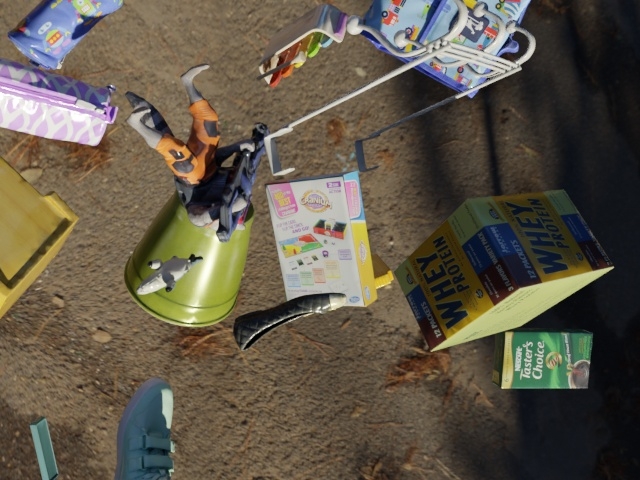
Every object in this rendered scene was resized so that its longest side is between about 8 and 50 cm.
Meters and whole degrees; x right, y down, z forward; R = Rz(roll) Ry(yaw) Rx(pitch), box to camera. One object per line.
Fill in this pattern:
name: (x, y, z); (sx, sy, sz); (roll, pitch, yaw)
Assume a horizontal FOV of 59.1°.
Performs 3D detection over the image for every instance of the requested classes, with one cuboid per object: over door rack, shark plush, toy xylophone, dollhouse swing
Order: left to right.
dollhouse swing: (-0.929, -0.006, 1.587); (0.305, 0.315, 0.347); (37, 40, -16)
shark plush: (-0.313, 0.060, 1.181); (0.073, 0.067, 0.161); (45, 40, -4)
toy xylophone: (-0.072, -0.552, 1.640); (0.081, 0.322, 0.236); (38, 60, -33)
over door rack: (0.094, -0.208, 0.761); (0.239, 0.324, 0.108); (-10, 73, -50)

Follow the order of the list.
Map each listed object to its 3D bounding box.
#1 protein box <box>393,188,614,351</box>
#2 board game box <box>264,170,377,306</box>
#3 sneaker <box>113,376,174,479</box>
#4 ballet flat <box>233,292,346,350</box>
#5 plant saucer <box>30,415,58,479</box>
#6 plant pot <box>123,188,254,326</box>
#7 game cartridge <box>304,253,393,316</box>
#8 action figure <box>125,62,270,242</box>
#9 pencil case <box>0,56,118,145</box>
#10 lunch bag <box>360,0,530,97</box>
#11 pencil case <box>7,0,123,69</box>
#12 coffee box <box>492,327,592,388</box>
protein box: (0.255, 0.042, 0.816); (0.201, 0.200, 0.136); (-7, 62, -32)
board game box: (0.000, 0.000, 1.383); (0.064, 0.242, 0.317); (-25, 109, -52)
sneaker: (-0.226, 0.336, 0.825); (0.094, 0.151, 0.256); (34, 60, -55)
ballet flat: (-0.042, 0.112, 0.810); (0.173, 0.057, 0.049); (-19, 72, 8)
plant saucer: (-0.801, 0.613, 1.644); (0.018, 0.067, 0.192); (-10, 93, 3)
plant pot: (-0.370, 0.008, 1.714); (0.366, 0.353, 0.367); (20, 34, -14)
game cartridge: (0.073, 0.143, 1.939); (0.323, 0.285, 0.053); (-22, 102, -1)
action figure: (-0.221, -0.164, 1.102); (0.341, 0.178, 0.330); (-73, 152, -51)
pencil case: (-0.365, -0.177, 0.704); (0.206, 0.088, 0.087); (7, 97, -37)
lunch bag: (0.260, -0.435, 1.115); (0.221, 0.293, 0.138); (-60, 159, 16)
pencil case: (-0.627, -0.559, 1.411); (0.306, 0.119, 0.133); (-48, 123, -6)
coffee box: (0.422, 0.224, 1.076); (0.184, 0.040, 0.113); (4, 93, -10)
